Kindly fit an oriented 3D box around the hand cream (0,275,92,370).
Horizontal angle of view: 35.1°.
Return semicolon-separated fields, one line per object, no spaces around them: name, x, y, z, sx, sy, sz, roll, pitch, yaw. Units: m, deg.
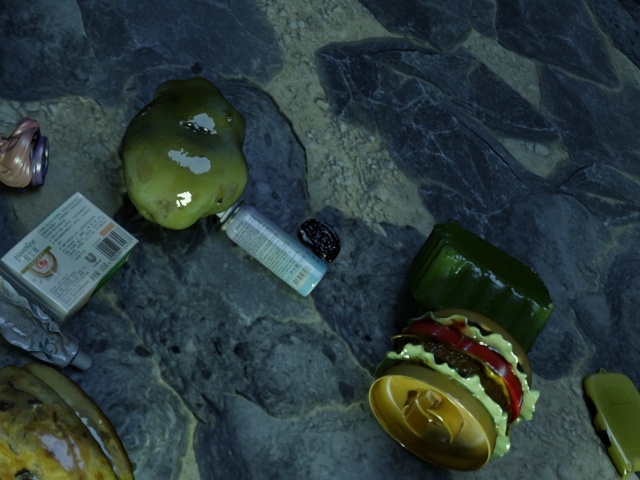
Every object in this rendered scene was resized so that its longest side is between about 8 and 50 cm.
hand cream;-0.452;0.118;1.531;0.257;0.084;0.050;44;1;-18

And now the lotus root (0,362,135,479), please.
lotus root;-0.371;0.293;1.402;0.291;0.193;0.193;49;47;7

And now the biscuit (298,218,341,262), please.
biscuit;0.000;0.000;1.938;0.087;0.027;0.089;12;54;-26

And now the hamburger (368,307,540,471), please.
hamburger;0.236;0.240;1.734;0.274;0.274;0.212;41;58;0

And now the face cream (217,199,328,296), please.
face cream;-0.095;0.005;1.843;0.229;0.075;0.075;39;47;-3

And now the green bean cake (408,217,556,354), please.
green bean cake;0.297;0.095;1.920;0.249;0.156;0.247;28;16;-5

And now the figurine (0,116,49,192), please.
figurine;-0.517;-0.145;1.663;0.157;0.126;0.114;6;13;-30

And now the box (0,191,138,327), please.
box;-0.408;0.032;1.627;0.135;0.081;0.199;40;45;-1

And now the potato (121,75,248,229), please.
potato;-0.237;-0.167;1.798;0.218;0.203;0.351;-1;48;-4

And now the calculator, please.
calculator;0.618;0.365;2.061;0.157;0.033;0.237;1;57;-30
